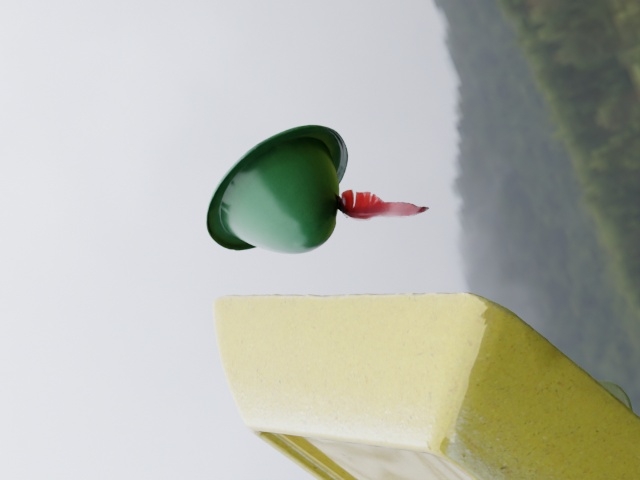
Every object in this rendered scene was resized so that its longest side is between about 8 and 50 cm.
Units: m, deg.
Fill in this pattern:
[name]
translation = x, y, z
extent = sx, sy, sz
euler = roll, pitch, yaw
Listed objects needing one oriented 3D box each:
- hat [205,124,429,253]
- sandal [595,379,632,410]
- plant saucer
[hat]
translation = 0.000, 0.000, 1.725
extent = 0.183, 0.173, 0.208
euler = 52, 172, 28
[sandal]
translation = 0.254, 0.231, 2.043
extent = 0.120, 0.303, 0.086
euler = 66, 150, 27
[plant saucer]
translation = 0.105, 0.158, 1.140
extent = 0.333, 0.332, 0.081
euler = 39, -112, -25
